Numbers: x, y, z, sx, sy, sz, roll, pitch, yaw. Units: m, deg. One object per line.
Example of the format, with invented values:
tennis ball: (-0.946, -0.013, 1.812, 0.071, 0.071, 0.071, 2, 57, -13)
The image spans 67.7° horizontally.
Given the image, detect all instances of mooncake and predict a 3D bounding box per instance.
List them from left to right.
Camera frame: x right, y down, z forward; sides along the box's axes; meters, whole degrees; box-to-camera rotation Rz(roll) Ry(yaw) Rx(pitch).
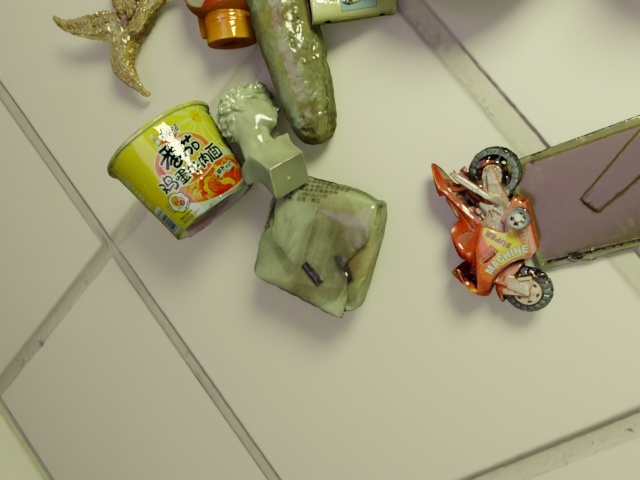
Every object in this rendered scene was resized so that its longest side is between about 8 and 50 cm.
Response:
mooncake: (0.001, -0.001, 0.970, 0.254, 0.136, 0.250, 24, 109, 18)

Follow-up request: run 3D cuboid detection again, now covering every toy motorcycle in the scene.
toy motorcycle: (0.297, -0.011, 0.838, 0.171, 0.089, 0.298, -13, 95, 40)

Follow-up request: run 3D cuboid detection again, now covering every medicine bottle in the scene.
medicine bottle: (-0.191, -0.509, 0.951, 0.149, 0.112, 0.222, -1, 102, 28)

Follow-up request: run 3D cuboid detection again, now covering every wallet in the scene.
wallet: (0.051, -0.446, 0.840, 0.155, 0.039, 0.110, -12, 98, -9)

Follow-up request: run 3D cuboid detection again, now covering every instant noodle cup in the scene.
instant noodle cup: (-0.283, -0.140, 1.026, 0.264, 0.264, 0.200, -38, 93, 29)

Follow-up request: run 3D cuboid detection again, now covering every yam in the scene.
yam: (-0.044, -0.348, 0.915, 0.133, 0.133, 0.331, -10, 104, 29)

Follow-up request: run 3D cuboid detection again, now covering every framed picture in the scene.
framed picture: (0.469, -0.079, 0.777, 0.281, 0.019, 0.209, -17, 94, 29)

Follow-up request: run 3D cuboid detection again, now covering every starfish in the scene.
starfish: (-0.445, -0.541, 1.093, 0.301, 0.084, 0.294, 42, 113, 8)

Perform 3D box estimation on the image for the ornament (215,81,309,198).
ornament: (-0.122, -0.195, 0.941, 0.120, 0.130, 0.285, 89, 160, -56)
